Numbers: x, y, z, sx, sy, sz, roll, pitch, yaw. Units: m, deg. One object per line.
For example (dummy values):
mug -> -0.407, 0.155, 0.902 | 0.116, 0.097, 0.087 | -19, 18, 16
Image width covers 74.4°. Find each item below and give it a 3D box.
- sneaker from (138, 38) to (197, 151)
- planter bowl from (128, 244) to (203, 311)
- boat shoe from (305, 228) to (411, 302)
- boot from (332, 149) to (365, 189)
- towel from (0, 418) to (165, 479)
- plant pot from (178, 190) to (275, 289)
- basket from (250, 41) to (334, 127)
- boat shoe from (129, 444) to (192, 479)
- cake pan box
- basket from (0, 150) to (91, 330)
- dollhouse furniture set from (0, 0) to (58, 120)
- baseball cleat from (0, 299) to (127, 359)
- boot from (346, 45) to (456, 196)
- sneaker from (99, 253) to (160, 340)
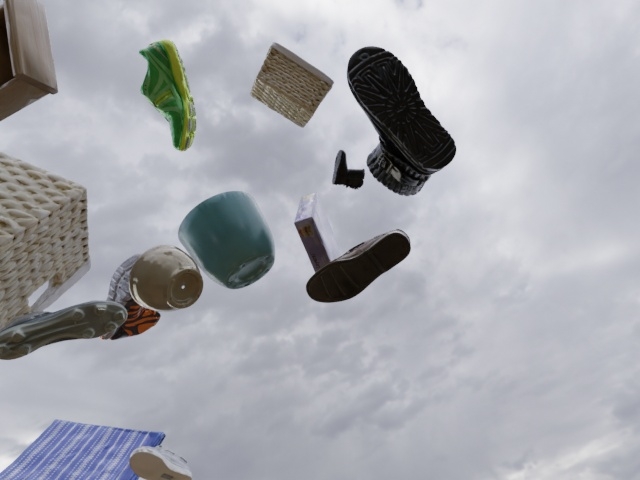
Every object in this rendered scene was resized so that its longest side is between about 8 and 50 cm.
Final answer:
sneaker -> -0.414, -0.384, 1.145 | 0.124, 0.109, 0.295 | -11, -85, -2
planter bowl -> -0.346, 0.099, 0.990 | 0.162, 0.109, 0.161 | -21, -62, -46
boat shoe -> 0.106, 0.072, 1.142 | 0.307, 0.104, 0.110 | -27, -83, 12
boot -> 0.094, -0.222, 1.336 | 0.099, 0.045, 0.121 | 5, -73, -19
towel -> -0.603, 0.555, 1.075 | 0.336, 0.243, 0.040 | 4, -73, 5
plant pot -> -0.288, 0.019, 1.414 | 0.293, 0.235, 0.293 | -31, -24, -15
basket -> -0.072, -0.358, 0.990 | 0.167, 0.113, 0.103 | 30, -103, -13
boat shoe -> -0.369, 0.513, 0.981 | 0.066, 0.063, 0.184 | -42, -53, 1
cake pan box -> 0.000, 0.000, 1.394 | 0.070, 0.245, 0.266 | -17, -66, 13
basket -> -0.718, 0.000, 0.876 | 0.332, 0.328, 0.266 | 24, -55, -2
dollhouse furniture set -> -0.631, -0.304, 0.566 | 0.257, 0.361, 0.394 | -19, -12, 17
baseball cleat -> -0.458, 0.141, 0.746 | 0.206, 0.109, 0.072 | -12, -71, -30
boot -> 0.168, -0.275, 1.051 | 0.131, 0.260, 0.347 | -33, -92, -7
sneaker -> -0.621, 0.192, 1.440 | 0.321, 0.125, 0.180 | -59, -30, 9
